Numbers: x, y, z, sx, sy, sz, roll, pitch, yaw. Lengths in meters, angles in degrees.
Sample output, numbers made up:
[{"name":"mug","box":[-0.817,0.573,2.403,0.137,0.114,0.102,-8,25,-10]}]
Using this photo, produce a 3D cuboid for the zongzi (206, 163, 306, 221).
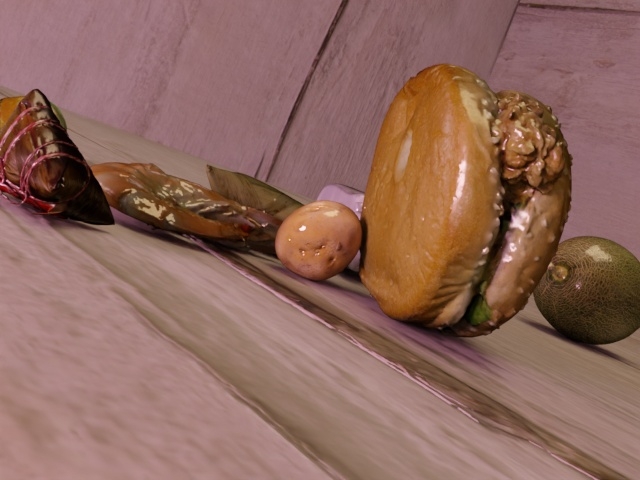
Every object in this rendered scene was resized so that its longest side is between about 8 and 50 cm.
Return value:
[{"name":"zongzi","box":[-0.039,-0.025,0.672,0.104,0.052,0.113,17,-18,11]}]

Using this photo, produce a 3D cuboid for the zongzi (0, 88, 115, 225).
[{"name":"zongzi","box":[-0.151,-0.038,0.443,0.083,0.067,0.073,38,-4,-5]}]

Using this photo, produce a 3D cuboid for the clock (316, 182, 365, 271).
[{"name":"clock","box":[0.060,0.000,0.810,0.117,0.080,0.176,19,5,-22]}]

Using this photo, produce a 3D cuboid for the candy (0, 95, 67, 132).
[{"name":"candy","box":[-0.229,-0.071,0.576,0.061,0.061,0.202,20,12,-12]}]

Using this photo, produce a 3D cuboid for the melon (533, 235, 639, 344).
[{"name":"melon","box":[0.350,0.064,1.036,0.192,0.139,0.139,24,2,-39]}]

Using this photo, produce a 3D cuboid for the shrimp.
[{"name":"shrimp","box":[-0.089,-0.020,0.595,0.180,0.041,0.099,19,6,-39]}]

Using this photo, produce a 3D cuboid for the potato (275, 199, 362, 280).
[{"name":"potato","box":[0.000,0.000,0.626,0.068,0.062,0.083,-13,4,5]}]

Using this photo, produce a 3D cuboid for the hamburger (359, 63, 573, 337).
[{"name":"hamburger","box":[0.107,-0.024,0.581,0.122,0.189,0.215,13,-6,-12]}]
